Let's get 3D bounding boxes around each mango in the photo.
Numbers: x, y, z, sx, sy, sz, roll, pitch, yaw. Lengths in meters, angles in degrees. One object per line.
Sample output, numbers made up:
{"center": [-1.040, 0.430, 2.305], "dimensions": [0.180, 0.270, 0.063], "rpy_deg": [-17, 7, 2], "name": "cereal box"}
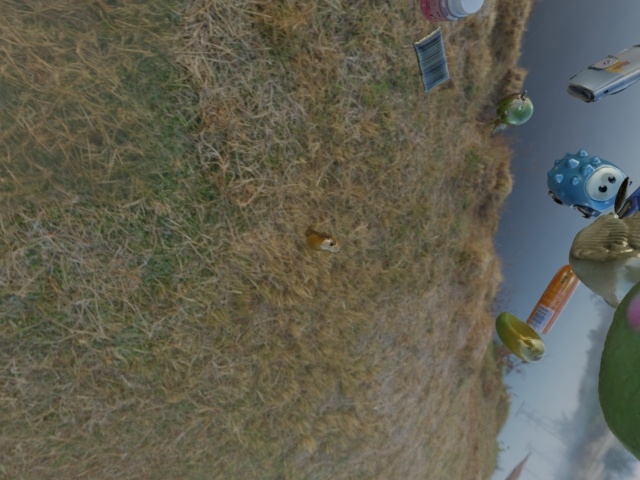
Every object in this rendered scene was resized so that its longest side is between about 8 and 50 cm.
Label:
{"center": [0.670, 0.323, 1.395], "dimensions": [0.130, 0.195, 0.092], "rpy_deg": [2, 130, -17], "name": "mango"}

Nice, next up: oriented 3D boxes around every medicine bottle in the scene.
{"center": [0.485, -0.889, 1.524], "dimensions": [0.147, 0.247, 0.147], "rpy_deg": [-9, 118, -17], "name": "medicine bottle"}

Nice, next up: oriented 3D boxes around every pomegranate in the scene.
{"center": [0.863, -0.589, 1.889], "dimensions": [0.156, 0.220, 0.156], "rpy_deg": [1, 87, -22], "name": "pomegranate"}

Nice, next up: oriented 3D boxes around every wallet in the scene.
{"center": [0.917, -0.518, 1.289], "dimensions": [0.230, 0.170, 0.069], "rpy_deg": [-26, 125, 12], "name": "wallet"}

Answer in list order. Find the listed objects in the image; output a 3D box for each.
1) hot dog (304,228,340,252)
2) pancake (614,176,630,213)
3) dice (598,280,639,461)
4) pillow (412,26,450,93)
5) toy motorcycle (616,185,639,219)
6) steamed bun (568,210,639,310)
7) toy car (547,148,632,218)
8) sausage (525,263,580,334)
{"center": [0.002, 0.000, 1.241], "dimensions": [0.089, 0.140, 0.060], "rpy_deg": [4, 94, -25], "name": "hot dog"}
{"center": [0.921, -0.139, 1.261], "dimensions": [0.115, 0.011, 0.115], "rpy_deg": [-49, 148, -46], "name": "pancake"}
{"center": [0.644, 0.215, 0.569], "dimensions": [0.318, 0.330, 0.323], "rpy_deg": [16, 90, -4], "name": "dice"}
{"center": [0.397, -0.635, 1.464], "dimensions": [0.113, 0.038, 0.203], "rpy_deg": [-30, 136, 1], "name": "pillow"}
{"center": [1.154, -0.110, 1.439], "dimensions": [0.213, 0.125, 0.359], "rpy_deg": [-52, 162, -50], "name": "toy motorcycle"}
{"center": [0.812, 0.056, 1.024], "dimensions": [0.324, 0.309, 0.220], "rpy_deg": [-38, 108, -47], "name": "steamed bun"}
{"center": [0.914, -0.211, 1.432], "dimensions": [0.188, 0.255, 0.190], "rpy_deg": [-45, 127, 8], "name": "toy car"}
{"center": [0.929, 0.216, 1.619], "dimensions": [0.092, 0.093, 0.312], "rpy_deg": [9, 111, -46], "name": "sausage"}
